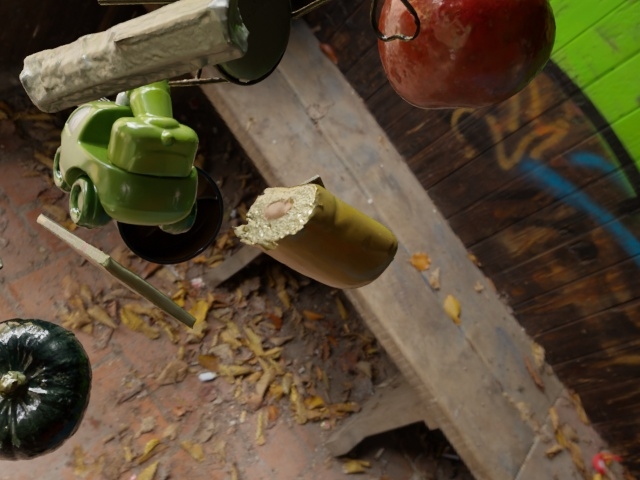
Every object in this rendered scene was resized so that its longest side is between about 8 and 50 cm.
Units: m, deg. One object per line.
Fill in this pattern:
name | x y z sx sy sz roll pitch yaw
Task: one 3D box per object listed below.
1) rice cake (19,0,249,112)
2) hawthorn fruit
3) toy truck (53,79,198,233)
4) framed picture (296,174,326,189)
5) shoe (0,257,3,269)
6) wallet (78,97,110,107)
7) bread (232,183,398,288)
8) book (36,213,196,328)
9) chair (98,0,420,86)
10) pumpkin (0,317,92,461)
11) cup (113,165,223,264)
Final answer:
rice cake | -0.174 -0.167 0.567 0.057 0.256 0.052 66 32 -30
hawthorn fruit | 0.233 -0.336 1.018 0.284 0.284 0.284 19 56 -30
toy truck | -0.211 -0.108 0.719 0.148 0.210 0.187 3 45 -38
framed picture | -0.014 -0.042 0.872 0.089 0.066 0.006 63 -4 -38
shoe | -0.728 -0.007 1.189 0.149 0.293 0.109 -31 54 -10
wallet | -0.504 -0.305 1.398 0.176 0.095 0.026 32 66 20
bread | 0.000 0.002 0.740 0.173 0.134 0.085 28 72 -34
book | -0.340 0.048 1.030 0.026 0.290 0.201 -56 134 -12
chair | -0.075 -0.259 0.709 0.170 0.326 0.159 -55 142 -27
pumpkin | -0.447 0.220 0.932 0.212 0.152 0.211 0 86 -5
cup | -0.425 -0.098 1.506 0.308 0.292 0.242 -11 114 -24
